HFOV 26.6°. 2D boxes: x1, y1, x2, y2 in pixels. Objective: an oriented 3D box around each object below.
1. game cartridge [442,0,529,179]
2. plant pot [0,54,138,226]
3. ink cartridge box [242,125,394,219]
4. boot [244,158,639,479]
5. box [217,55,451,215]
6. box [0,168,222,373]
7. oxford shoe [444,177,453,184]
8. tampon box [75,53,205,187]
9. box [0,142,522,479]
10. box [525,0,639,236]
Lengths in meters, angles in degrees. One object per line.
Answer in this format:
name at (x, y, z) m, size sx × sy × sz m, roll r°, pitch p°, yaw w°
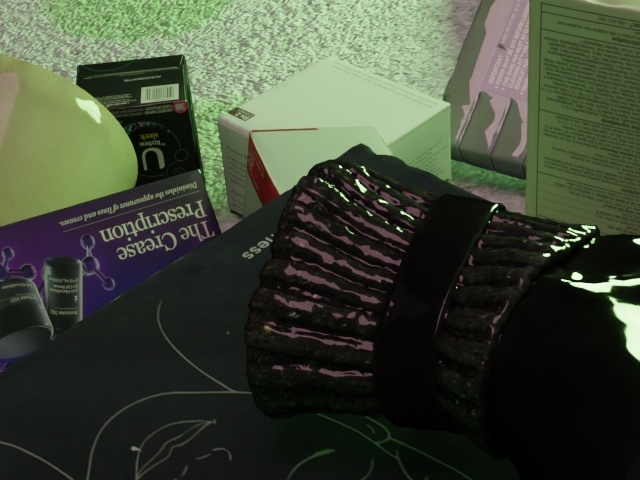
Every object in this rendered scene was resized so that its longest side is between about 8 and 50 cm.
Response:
game cartridge at (0.283, -0.230, 1.501) m, size 0.230 × 0.068 × 0.355 m, roll 17°, pitch 77°, yaw 26°
plant pot at (-0.333, 0.009, 1.276) m, size 0.256 × 0.256 × 0.274 m, roll 5°, pitch 54°, yaw 12°
ink cartridge box at (0.000, 0.000, 1.265) m, size 0.128 × 0.176 × 0.127 m, roll -4°, pitch 33°, yaw -17°
boot at (0.078, 0.083, 0.697) m, size 0.260 × 0.131 × 0.348 m, roll 11°, pitch 28°, yaw 8°
box at (0.017, -0.089, 1.444) m, size 0.181 × 0.119 × 0.182 m, roll 28°, pitch 47°, yaw 36°
box at (-0.203, 0.064, 1.161) m, size 0.261 × 0.184 × 0.103 m, roll -20°, pitch 3°, yaw -33°
oxford shoe at (0.133, 0.013, 1.353) m, size 0.076 × 0.076 × 0.212 m, roll 24°, pitch 32°, yaw -12°
tampon box at (-0.191, -0.100, 1.445) m, size 0.120 × 0.161 × 0.101 m, roll -7°, pitch 37°, yaw -1°
box at (0.052, 0.227, 0.858) m, size 0.471 × 0.297 × 0.480 m, roll 26°, pitch 45°, yaw 36°
box at (0.282, -0.108, 1.279) m, size 0.148 × 0.311 × 0.121 m, roll 18°, pitch 42°, yaw 27°
